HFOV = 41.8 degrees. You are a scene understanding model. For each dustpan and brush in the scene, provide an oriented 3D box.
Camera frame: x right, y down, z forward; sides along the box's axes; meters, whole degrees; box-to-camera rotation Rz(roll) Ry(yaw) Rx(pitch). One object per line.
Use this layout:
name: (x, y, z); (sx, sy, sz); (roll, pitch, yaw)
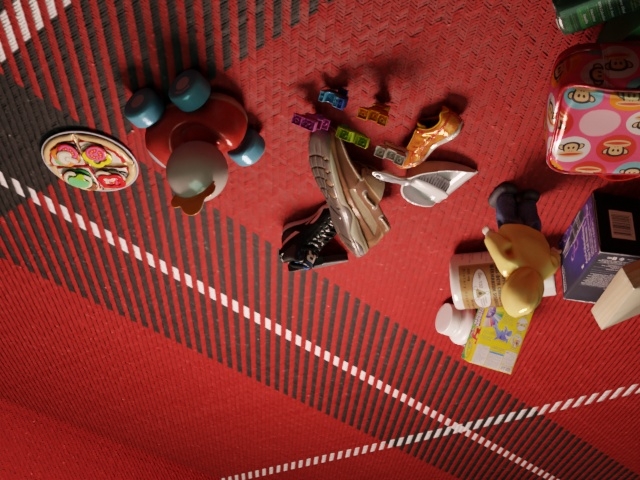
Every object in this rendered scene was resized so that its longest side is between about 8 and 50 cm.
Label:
dustpan and brush: (0.195, -0.120, 1.694); (0.211, 0.060, 0.147); (20, 144, -23)

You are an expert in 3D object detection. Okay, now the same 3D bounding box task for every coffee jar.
coffee jar: (0.438, -0.375, 1.238); (0.184, 0.096, 0.079); (-12, 142, 25)

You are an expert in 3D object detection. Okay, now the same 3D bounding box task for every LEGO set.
LEGO set: (0.075, -0.221, 1.531); (0.227, 0.093, 0.087); (25, 114, 17)

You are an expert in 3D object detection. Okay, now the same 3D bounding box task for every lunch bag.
lunch bag: (0.509, -0.191, 1.338); (0.293, 0.120, 0.258); (2, 144, 7)

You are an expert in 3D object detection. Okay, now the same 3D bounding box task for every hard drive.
hard drive: (-0.005, 0.051, 1.957); (0.094, 0.022, 0.135); (-14, 175, 26)

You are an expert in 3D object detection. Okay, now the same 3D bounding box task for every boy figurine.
boy figurine: (0.411, 0.026, 1.689); (0.177, 0.285, 0.092); (12, 147, -18)

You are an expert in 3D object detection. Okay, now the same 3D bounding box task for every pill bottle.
pill bottle: (0.398, 0.225, 2.159); (0.193, 0.108, 0.108); (19, 145, -20)
pill bottle: (0.418, 0.085, 1.919); (0.229, 0.131, 0.131); (-6, 146, 16)

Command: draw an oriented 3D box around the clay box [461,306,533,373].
clay box: (0.449, 0.209, 2.086); (0.127, 0.222, 0.053); (18, -178, -20)

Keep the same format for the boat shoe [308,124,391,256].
boat shoe: (0.065, -0.111, 1.700); (0.116, 0.123, 0.324); (-30, 136, -8)

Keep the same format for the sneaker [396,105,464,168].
sneaker: (0.197, -0.197, 1.592); (0.067, 0.064, 0.175); (38, 133, -12)

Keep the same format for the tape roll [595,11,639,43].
tape roll: (0.609, -0.284, 1.360); (0.321, 0.077, 0.321); (5, 145, 4)

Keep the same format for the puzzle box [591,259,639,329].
puzzle box: (0.763, 0.044, 1.681); (0.408, 0.052, 0.272); (-22, 157, -5)

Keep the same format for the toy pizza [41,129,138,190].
toy pizza: (-0.483, -0.157, 1.751); (0.201, 0.032, 0.201); (3, 147, 2)

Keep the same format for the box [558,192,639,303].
box: (0.595, 0.021, 1.777); (0.108, 0.153, 0.207); (7, 146, -4)

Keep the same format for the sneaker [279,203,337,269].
sneaker: (0.000, 0.000, 1.849); (0.217, 0.121, 0.079); (-25, 138, 37)

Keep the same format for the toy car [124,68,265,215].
toy car: (-0.242, -0.145, 1.549); (0.210, 0.238, 0.219); (-14, 142, 27)
